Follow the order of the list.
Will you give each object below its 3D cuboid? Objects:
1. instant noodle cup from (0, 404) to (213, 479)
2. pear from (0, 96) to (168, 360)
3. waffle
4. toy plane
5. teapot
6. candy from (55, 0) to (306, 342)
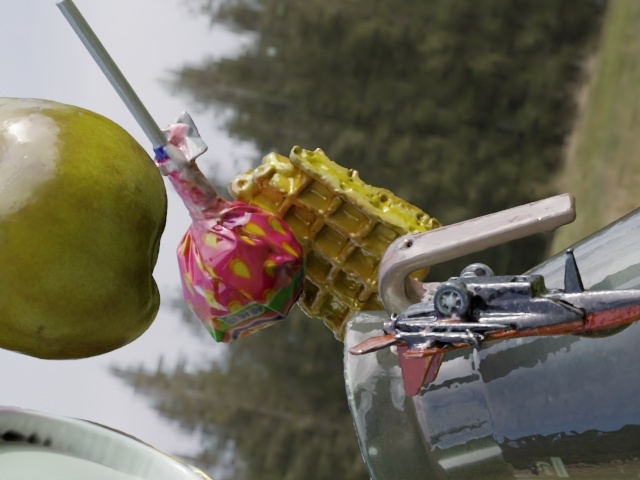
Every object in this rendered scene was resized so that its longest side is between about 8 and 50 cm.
[{"bbox_3d":[-0.217,0.296,1.497,0.325,0.326,0.254,-48,-22,-80],"label":"instant noodle cup"},{"bbox_3d":[-0.202,-0.007,1.378,0.200,0.200,0.200,13,-90,-85],"label":"pear"},{"bbox_3d":[0.000,0.000,1.840,0.160,0.211,0.055,-59,-2,37],"label":"waffle"},{"bbox_3d":[0.116,0.040,1.099,0.130,0.189,0.061,-25,-84,-66],"label":"toy plane"},{"bbox_3d":[0.204,0.094,1.550,0.253,0.344,0.300,-84,-27,-54],"label":"teapot"},{"bbox_3d":[-0.138,-0.070,1.740,0.365,0.124,0.124,56,-156,-17],"label":"candy"}]
